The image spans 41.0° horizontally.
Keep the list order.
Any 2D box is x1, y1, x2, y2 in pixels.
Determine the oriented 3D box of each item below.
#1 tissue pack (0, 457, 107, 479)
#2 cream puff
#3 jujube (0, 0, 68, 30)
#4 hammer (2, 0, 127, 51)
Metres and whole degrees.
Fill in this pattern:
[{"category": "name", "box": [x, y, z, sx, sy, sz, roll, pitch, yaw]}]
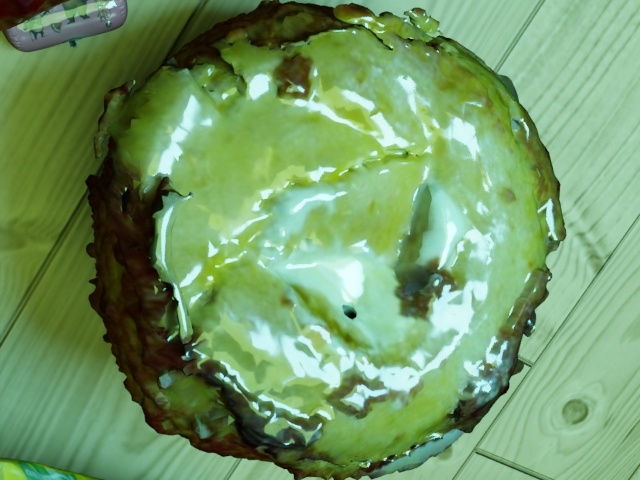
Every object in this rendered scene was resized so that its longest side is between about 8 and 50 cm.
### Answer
[{"category": "tissue pack", "box": [-0.183, 0.333, 0.601, 0.293, 0.228, 0.382, -43, 150, -1]}, {"category": "cream puff", "box": [0.001, 0.005, 0.604, 0.351, 0.229, 0.350, 1, 88, -21]}, {"category": "jujube", "box": [-0.166, -0.216, 0.482, 0.230, 0.155, 0.155, -32, 122, 3]}, {"category": "hammer", "box": [-0.170, -0.150, 0.568, 0.083, 0.043, 0.043, -19, 119, -17]}]
